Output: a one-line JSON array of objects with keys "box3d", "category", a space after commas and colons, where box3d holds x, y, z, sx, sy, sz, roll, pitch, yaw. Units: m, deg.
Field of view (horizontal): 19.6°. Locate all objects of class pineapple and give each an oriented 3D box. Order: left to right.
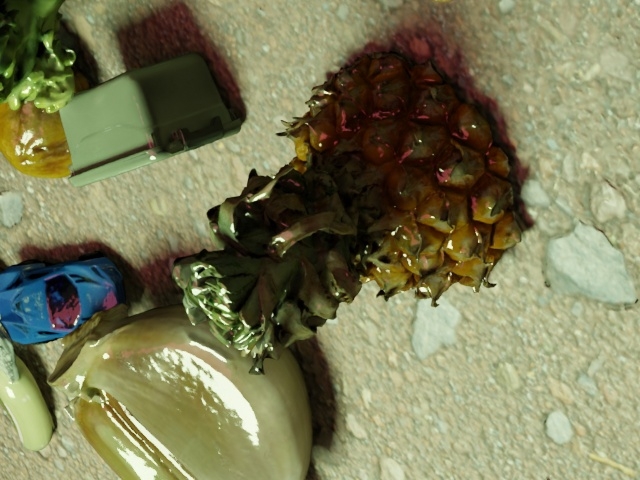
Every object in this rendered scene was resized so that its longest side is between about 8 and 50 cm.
[{"box3d": [0.000, 0.000, 1.605, 0.262, 0.271, 0.262, 27, 134, 31], "category": "pineapple"}]

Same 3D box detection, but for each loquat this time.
[{"box3d": [-0.291, -0.134, 1.945, 0.137, 0.113, 0.137, 16, 109, 57], "category": "loquat"}]

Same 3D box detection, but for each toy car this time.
[{"box3d": [-0.299, 0.070, 2.115, 0.216, 0.063, 0.103, -6, 94, 48], "category": "toy car"}]

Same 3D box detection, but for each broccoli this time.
[{"box3d": [-0.312, -0.254, 1.814, 0.248, 0.245, 0.288, 30, -138, -82], "category": "broccoli"}]

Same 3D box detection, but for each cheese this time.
[{"box3d": [-0.379, 0.167, 2.262, 0.127, 0.049, 0.235, 51, 162, 19], "category": "cheese"}]

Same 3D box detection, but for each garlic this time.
[{"box3d": [-0.127, 0.180, 1.966, 0.325, 0.132, 0.279, 36, 138, -4], "category": "garlic"}]

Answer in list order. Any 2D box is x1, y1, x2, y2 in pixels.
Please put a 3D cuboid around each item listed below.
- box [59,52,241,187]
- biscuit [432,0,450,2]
[{"box3d": [-0.176, -0.121, 1.827, 0.172, 0.124, 0.093, -14, 97, 48], "category": "box"}, {"box3d": [0.156, -0.302, 1.402, 0.339, 0.047, 0.216, -21, 104, 49], "category": "biscuit"}]
